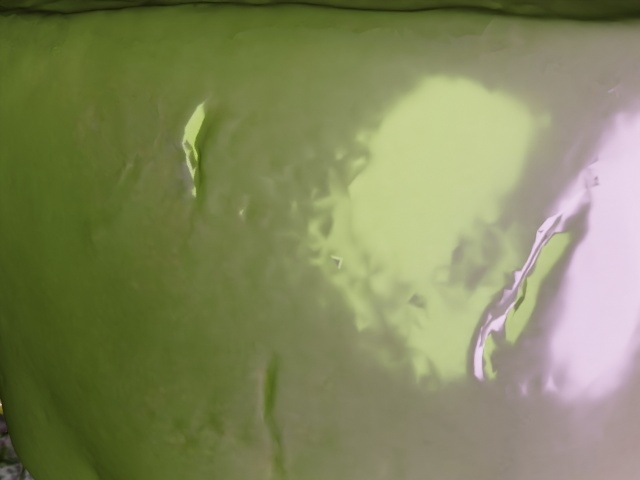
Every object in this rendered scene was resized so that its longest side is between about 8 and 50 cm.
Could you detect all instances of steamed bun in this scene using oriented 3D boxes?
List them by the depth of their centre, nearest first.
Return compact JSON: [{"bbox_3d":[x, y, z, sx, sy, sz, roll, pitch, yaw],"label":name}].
[{"bbox_3d":[0.000,0.000,0.568,0.456,0.290,0.371,2,116,14],"label":"steamed bun"}]

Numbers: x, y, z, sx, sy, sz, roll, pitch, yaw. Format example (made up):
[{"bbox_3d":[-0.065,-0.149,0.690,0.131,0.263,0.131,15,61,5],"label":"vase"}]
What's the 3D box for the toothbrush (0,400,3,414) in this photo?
[{"bbox_3d":[-0.209,0.147,0.787,0.288,0.021,0.024,32,95,-32],"label":"toothbrush"}]
